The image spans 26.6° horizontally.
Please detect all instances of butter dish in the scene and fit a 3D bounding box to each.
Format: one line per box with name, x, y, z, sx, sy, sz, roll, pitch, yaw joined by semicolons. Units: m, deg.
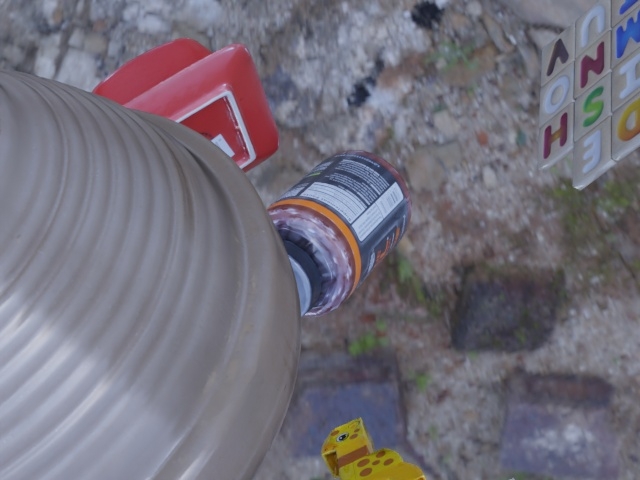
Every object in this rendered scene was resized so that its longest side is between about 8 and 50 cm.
butter dish;-0.135;-0.108;1.146;0.160;0.118;0.160;-33;147;-9

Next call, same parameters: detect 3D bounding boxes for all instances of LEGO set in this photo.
LEGO set;0.010;0.162;0.789;0.227;0.093;0.087;-23;111;5

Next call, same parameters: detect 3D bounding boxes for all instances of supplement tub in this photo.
supplement tub;0.000;0.000;1.184;0.106;0.198;0.106;11;118;22

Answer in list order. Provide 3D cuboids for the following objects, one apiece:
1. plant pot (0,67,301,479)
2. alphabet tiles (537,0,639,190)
plant pot;-0.135;0.019;0.443;0.237;0.237;0.110;-18;136;6
alphabet tiles;0.222;-0.149;0.906;0.009;0.198;0.237;24;142;-21
